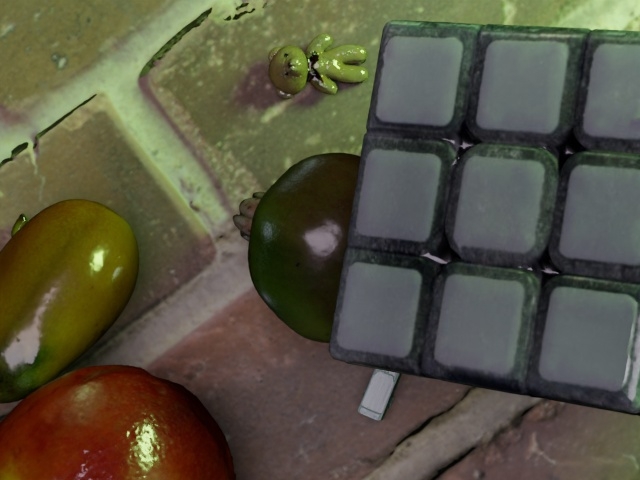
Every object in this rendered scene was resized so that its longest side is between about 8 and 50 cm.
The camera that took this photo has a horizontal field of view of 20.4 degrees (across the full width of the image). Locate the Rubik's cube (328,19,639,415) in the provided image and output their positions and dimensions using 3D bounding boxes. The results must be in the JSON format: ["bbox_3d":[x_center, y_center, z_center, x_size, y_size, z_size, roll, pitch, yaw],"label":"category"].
[{"bbox_3d":[0.225,-0.011,1.520,0.303,0.301,0.305,6,85,36],"label":"Rubik's cube"}]

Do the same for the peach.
[{"bbox_3d":[-0.198,0.253,1.647,0.281,0.238,0.281,-1,93,-18],"label":"peach"}]

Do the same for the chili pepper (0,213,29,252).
[{"bbox_3d":[-0.333,0.074,1.773,0.049,0.043,0.208,32,87,42],"label":"chili pepper"}]

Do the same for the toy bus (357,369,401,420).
[{"bbox_3d":[0.063,0.132,1.715,0.031,0.037,0.083,22,90,7],"label":"toy bus"}]

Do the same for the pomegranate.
[{"bbox_3d":[0.000,0.000,1.678,0.209,0.180,0.180,18,90,46],"label":"pomegranate"}]

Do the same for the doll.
[{"bbox_3d":[-0.004,-0.172,1.743,0.093,0.051,0.061,-4,86,-22],"label":"doll"}]

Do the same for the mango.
[{"bbox_3d":[-0.264,0.059,1.698,0.120,0.151,0.221,44,72,-24],"label":"mango"}]
